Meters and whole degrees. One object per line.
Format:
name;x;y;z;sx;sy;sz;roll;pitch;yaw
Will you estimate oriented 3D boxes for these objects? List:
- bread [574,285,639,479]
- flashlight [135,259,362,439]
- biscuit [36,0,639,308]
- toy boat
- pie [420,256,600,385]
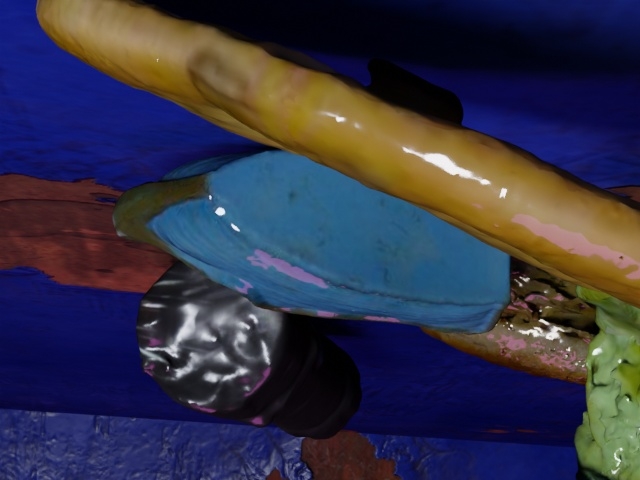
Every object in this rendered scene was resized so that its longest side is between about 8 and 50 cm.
bread;0.283;0.093;0.860;0.251;0.208;0.376;-14;162;38
flashlight;-0.037;0.084;1.256;0.103;0.103;0.424;2;171;8
biscuit;0.031;-0.027;0.566;0.260;0.041;0.203;22;-172;0
toy boat;0.000;0.000;0.816;0.185;0.075;0.077;10;160;-20
pie;0.128;0.036;0.977;0.193;0.079;0.163;9;179;3
